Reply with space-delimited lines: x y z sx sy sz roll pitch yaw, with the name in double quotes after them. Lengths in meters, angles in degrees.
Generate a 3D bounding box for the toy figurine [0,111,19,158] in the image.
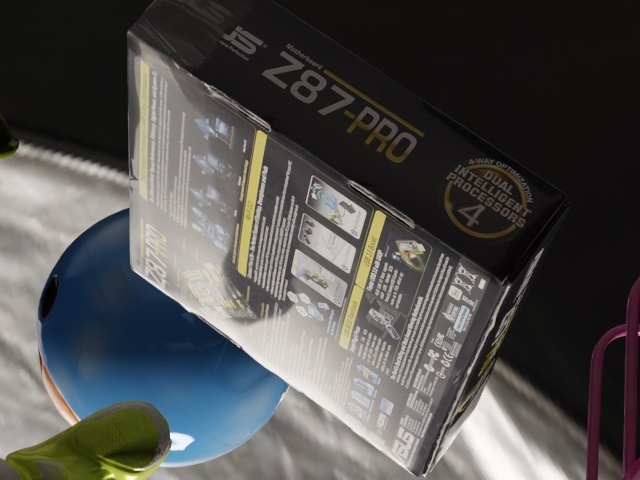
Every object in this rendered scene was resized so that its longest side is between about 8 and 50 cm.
-0.434 -0.182 1.565 0.363 0.191 0.217 5 93 15 "toy figurine"

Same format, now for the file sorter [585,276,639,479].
0.280 0.068 1.044 0.202 0.182 0.290 12 147 -7 "file sorter"

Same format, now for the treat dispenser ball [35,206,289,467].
-0.165 0.101 2.058 0.288 0.288 0.288 -11 130 -14 "treat dispenser ball"

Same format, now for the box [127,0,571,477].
0.000 0.000 1.438 0.097 0.318 0.395 -52 168 -24 "box"

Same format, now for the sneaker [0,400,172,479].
-0.241 0.219 1.671 0.240 0.091 0.126 -23 175 -7 "sneaker"
